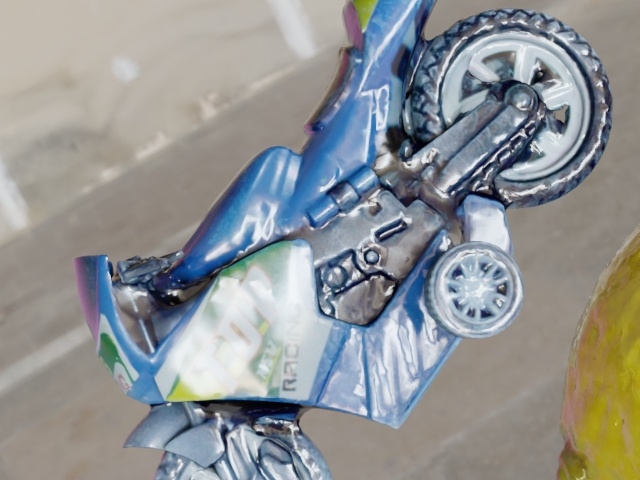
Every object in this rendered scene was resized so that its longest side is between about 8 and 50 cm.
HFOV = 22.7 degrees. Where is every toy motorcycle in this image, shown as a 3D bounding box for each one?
[{"bbox_3d":[0.000,0.000,0.582,0.254,0.135,0.092,-54,2,-6],"label":"toy motorcycle"}]

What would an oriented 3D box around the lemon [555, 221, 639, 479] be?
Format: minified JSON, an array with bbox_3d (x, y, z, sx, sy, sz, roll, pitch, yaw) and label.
[{"bbox_3d":[0.250,0.070,0.759,0.267,0.267,0.267,-23,21,9],"label":"lemon"}]
